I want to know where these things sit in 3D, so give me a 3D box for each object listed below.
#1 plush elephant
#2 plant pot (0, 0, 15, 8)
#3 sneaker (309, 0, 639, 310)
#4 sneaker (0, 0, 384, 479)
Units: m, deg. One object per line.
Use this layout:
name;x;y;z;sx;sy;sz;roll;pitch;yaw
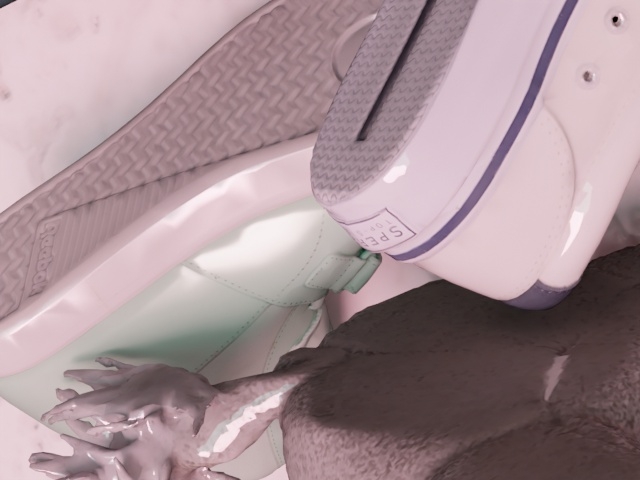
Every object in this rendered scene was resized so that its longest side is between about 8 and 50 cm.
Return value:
plush elephant;0.082;0.152;0.484;0.330;0.272;0.255;-6;112;23
plant pot;-0.140;-0.190;0.468;0.271;0.255;0.272;7;109;21
sneaker;0.091;-0.100;0.470;0.091;0.094;0.258;32;86;-28
sneaker;-0.001;0.000;0.579;0.256;0.094;0.151;-32;132;7
